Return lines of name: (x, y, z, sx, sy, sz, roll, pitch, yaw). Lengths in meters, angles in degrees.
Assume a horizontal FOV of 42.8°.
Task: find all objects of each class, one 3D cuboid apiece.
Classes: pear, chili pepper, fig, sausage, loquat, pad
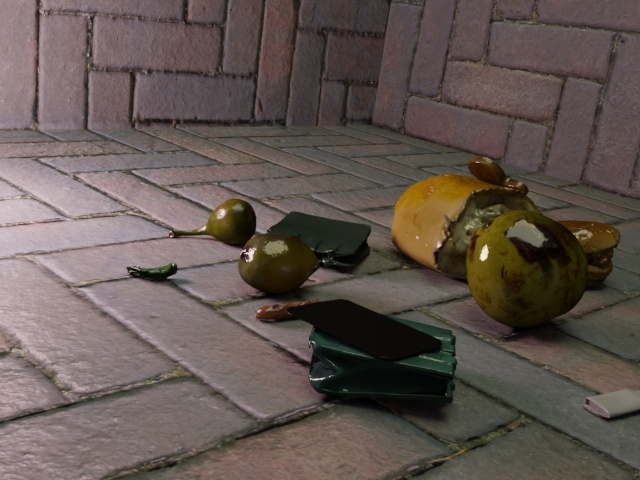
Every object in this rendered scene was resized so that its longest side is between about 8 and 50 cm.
pear: (0.469, 0.061, 1.877, 0.283, 0.284, 0.283, 7, 17, -2)
chili pepper: (-0.385, 0.073, 1.865, 0.117, 0.035, 0.055, -4, 5, -5)
fig: (-0.286, -0.033, 2.182, 0.236, 0.124, 0.124, -16, 17, 2)
sausage: (-0.067, 0.150, 1.753, 0.157, 0.042, 0.036, -5, 59, -32)
loquat: (-0.096, 0.052, 1.883, 0.195, 0.152, 0.152, 9, 15, -25)
pad: (0.079, 0.159, 1.514, 0.181, 0.004, 0.267, -6, 20, -45)

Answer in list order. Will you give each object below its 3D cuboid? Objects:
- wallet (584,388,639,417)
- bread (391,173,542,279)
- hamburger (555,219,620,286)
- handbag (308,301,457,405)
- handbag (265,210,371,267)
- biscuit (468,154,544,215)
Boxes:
wallet: (0.559, 0.308, 1.540, 0.122, 0.025, 0.061, -3, 18, -33)
bread: (0.393, -0.059, 2.280, 0.360, 0.250, 0.394, 1, 17, -25)
hamburger: (0.709, 0.025, 2.302, 0.244, 0.163, 0.244, 6, 16, -2)
handbag: (0.114, 0.218, 1.517, 0.274, 0.100, 0.269, 10, 13, 3)
handbag: (0.000, 0.002, 2.198, 0.247, 0.079, 0.260, 11, 18, 13)
biscuit: (0.538, -0.145, 2.385, 0.301, 0.049, 0.196, 44, -20, -28)
